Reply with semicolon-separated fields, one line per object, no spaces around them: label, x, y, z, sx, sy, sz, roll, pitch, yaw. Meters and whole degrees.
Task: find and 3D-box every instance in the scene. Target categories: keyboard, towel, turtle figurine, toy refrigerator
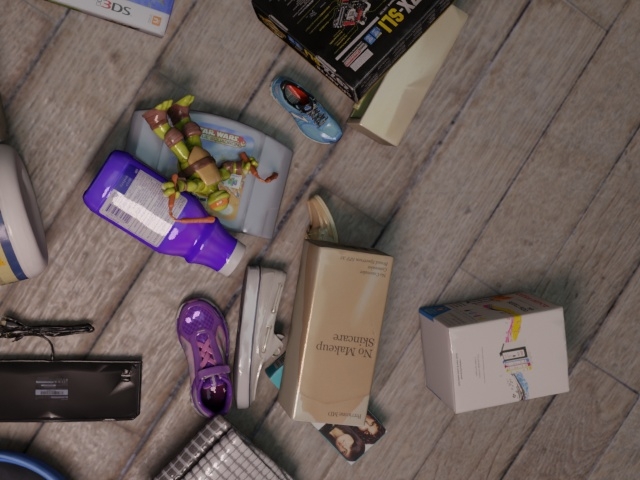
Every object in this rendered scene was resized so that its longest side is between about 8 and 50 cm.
keyboard;-0.481;0.231;1.635;0.317;0.033;0.202;2;104;-14
towel;-0.178;0.473;1.654;0.235;0.121;0.284;-46;132;-11
turtle figurine;-0.202;-0.136;1.546;0.269;0.087;0.217;-28;89;-46
toy refrigerator;0.153;-0.313;1.665;0.094;0.102;0.270;28;92;-15

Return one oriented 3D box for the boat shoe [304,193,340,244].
boat shoe;0.000;0.000;1.694;0.059;0.063;0.170;-20;103;-15

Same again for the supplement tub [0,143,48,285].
supplement tub;-0.623;-0.015;1.465;0.316;0.228;0.229;-15;101;-10

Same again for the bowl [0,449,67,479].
bowl;-0.581;0.554;1.588;0.390;0.077;0.392;0;91;1

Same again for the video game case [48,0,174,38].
video game case;-0.348;-0.511;1.545;0.244;0.061;0.270;15;94;-15

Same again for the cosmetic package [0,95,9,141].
cosmetic package;-0.593;-0.306;1.467;0.113;0.160;0.310;-11;101;-12

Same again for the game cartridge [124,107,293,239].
game cartridge;-0.206;-0.129;1.636;0.297;0.062;0.198;13;99;-14

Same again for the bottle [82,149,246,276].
bottle;-0.261;-0.038;1.561;0.282;0.092;0.118;32;94;-15

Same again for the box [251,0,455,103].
box;0.078;-0.440;1.586;0.257;0.079;0.322;42;87;13

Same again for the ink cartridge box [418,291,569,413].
ink cartridge box;0.330;0.208;1.742;0.232;0.171;0.168;-8;100;-12

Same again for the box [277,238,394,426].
box;0.025;0.163;1.630;0.147;0.121;0.311;7;95;-15

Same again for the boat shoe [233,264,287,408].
boat shoe;-0.110;0.181;1.683;0.088;0.096;0.268;6;87;-10

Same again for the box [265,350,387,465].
box;0.011;0.308;1.741;0.100;0.060;0.244;-43;104;-4

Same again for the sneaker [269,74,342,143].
sneaker;-0.025;-0.233;1.649;0.162;0.073;0.063;39;88;-15

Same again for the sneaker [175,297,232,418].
sneaker;-0.204;0.223;1.658;0.095;0.104;0.237;-10;99;-10
